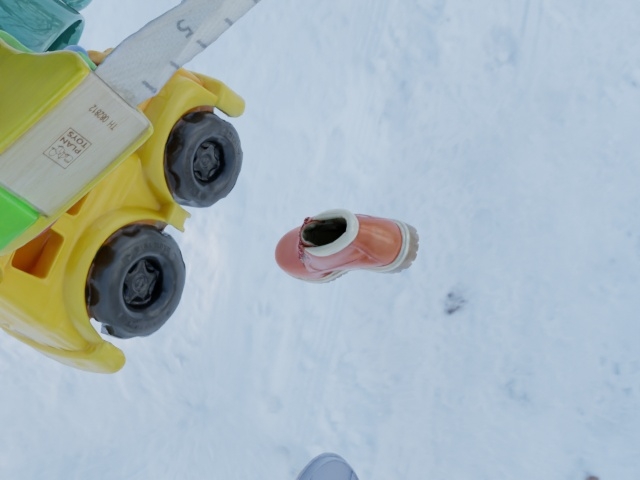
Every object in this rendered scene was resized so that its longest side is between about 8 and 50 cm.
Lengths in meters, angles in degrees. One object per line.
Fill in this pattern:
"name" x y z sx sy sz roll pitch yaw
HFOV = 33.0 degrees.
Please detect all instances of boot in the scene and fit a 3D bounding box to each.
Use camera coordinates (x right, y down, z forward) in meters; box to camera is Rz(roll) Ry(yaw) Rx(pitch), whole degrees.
"boot" 0.000 0.000 0.936 0.084 0.158 0.059 14 74 -40

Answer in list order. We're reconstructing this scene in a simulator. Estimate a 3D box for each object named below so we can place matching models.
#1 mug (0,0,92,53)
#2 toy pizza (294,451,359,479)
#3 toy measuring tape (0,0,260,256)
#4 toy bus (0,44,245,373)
"mug" -0.252 -0.154 0.832 0.097 0.129 0.158 34 40 -7
"toy pizza" -0.006 0.296 0.992 0.032 0.201 0.201 -1 79 25
"toy measuring tape" -0.134 -0.091 0.546 0.330 0.121 0.121 -41 87 2
"toy bus" -0.181 -0.053 0.699 0.149 0.211 0.220 15 73 39
